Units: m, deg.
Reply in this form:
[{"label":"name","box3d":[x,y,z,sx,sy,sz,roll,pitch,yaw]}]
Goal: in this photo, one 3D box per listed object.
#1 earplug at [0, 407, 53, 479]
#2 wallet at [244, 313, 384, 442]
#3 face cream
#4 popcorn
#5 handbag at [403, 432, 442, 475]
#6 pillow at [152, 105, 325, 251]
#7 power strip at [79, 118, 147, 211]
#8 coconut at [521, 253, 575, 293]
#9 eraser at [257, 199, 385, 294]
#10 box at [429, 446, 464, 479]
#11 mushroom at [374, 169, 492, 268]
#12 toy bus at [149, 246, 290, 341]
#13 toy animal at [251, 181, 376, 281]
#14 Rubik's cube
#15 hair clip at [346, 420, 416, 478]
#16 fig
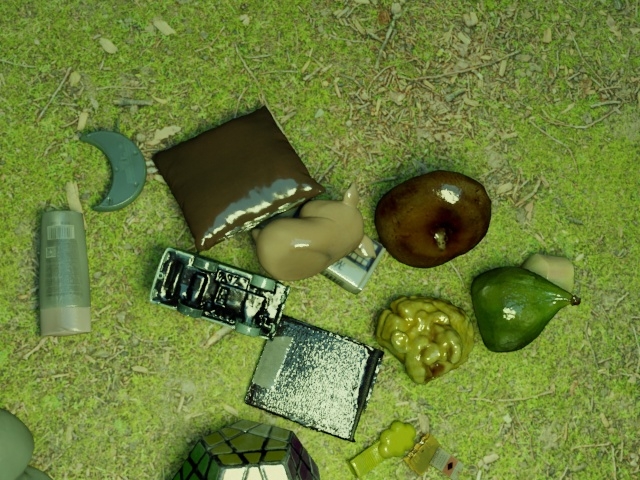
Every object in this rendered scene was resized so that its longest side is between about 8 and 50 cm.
[{"label":"earplug","box3d":[-0.638,0.480,1.443,0.214,0.175,0.325,-19,82,-20]},{"label":"wallet","box3d":[-0.011,0.305,1.652,0.262,0.071,0.221,20,80,-2]},{"label":"face cream","box3d":[-0.556,0.072,1.598,0.107,0.073,0.269,-5,79,-5]},{"label":"popcorn","box3d":[0.242,0.213,1.640,0.200,0.203,0.226,-47,108,-6]},{"label":"handbag","box3d":[0.231,0.479,1.658,0.083,0.027,0.061,-46,119,-16]},{"label":"pillow","box3d":[-0.191,-0.152,1.657,0.308,0.108,0.305,-26,59,-9]},{"label":"power strip","box3d":[-0.467,-0.174,1.681,0.137,0.044,0.216,-9,80,-12]},{"label":"coconut","box3d":[0.531,0.089,1.761,0.122,0.116,0.116,6,77,-14]},{"label":"eraser","box3d":[0.000,0.000,1.704,0.279,0.081,0.124,32,74,-2]},{"label":"box","box3d":[0.286,0.505,1.667,0.083,0.012,0.046,40,73,-23]},{"label":"mushroom","box3d":[0.244,-0.060,1.694,0.267,0.254,0.267,-8,117,-16]},{"label":"toy bus","box3d":[-0.215,0.111,1.602,0.276,0.165,0.134,19,90,-5]},{"label":"toy animal","box3d":[-0.017,-0.006,1.576,0.250,0.154,0.166,-25,126,-17]},{"label":"Rubik's cube","box3d":[-0.144,0.519,1.472,0.319,0.319,0.264,-39,62,-15]},{"label":"hair clip","box3d":[0.140,0.462,1.649,0.173,0.046,0.072,-27,88,-16]},{"label":"fig","box3d":[0.464,0.142,1.664,0.235,0.203,0.203,-16,80,21]}]
